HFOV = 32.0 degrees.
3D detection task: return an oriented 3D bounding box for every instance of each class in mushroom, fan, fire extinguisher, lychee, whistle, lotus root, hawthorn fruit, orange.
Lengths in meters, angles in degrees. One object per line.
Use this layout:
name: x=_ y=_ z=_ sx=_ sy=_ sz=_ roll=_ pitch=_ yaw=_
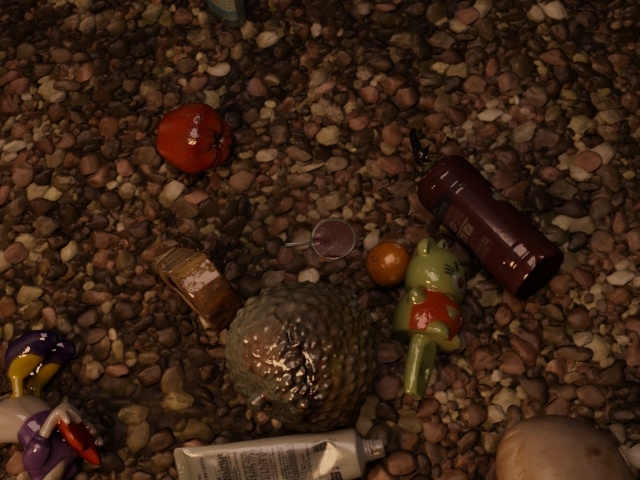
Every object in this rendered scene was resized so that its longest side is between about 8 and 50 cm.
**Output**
mushroom: x=0.320 y=0.409 z=1.647 sx=0.290 sy=0.297 sz=0.297 roll=-16 pitch=61 yaw=25
fan: x=0.000 y=0.000 z=2.024 sx=0.133 sy=0.005 sz=0.085 roll=-9 pitch=64 yaw=1
fire extinguisher: x=0.269 y=-0.055 z=1.947 sx=0.114 sy=0.135 sz=0.337 roll=-35 pitch=64 yaw=-17
lychee: x=-0.025 y=0.183 z=1.805 sx=0.255 sy=0.255 sz=0.274 roll=39 pitch=60 yaw=22
whistle: x=0.184 y=0.127 z=1.875 sx=0.106 sy=0.131 sz=0.288 roll=-5 pitch=60 yaw=33
lotus root: x=-0.205 y=0.082 z=1.919 sx=0.074 sy=0.260 sz=0.170 roll=-42 pitch=99 yaw=-12
hawthorn fruit: x=-0.239 y=-0.189 z=2.085 sx=0.138 sy=0.133 sz=0.133 roll=9 pitch=65 yaw=29
orange: x=0.119 y=0.040 z=1.949 sx=0.070 sy=0.083 sz=0.083 roll=29 pitch=63 yaw=-28

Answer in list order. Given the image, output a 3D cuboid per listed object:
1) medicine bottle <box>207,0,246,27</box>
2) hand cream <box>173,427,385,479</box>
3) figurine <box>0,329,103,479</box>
medicine bottle: x=-0.195 y=-0.504 z=2.181 sx=0.090 sy=0.208 sz=0.054 roll=39 pitch=72 yaw=22
hand cream: x=-0.062 y=0.366 z=1.815 sx=0.340 sy=0.078 sz=0.124 roll=-10 pitch=103 yaw=3
figurine: x=-0.465 y=0.350 z=1.832 sx=0.193 sy=0.154 sz=0.421 roll=-22 pitch=62 yaw=2
